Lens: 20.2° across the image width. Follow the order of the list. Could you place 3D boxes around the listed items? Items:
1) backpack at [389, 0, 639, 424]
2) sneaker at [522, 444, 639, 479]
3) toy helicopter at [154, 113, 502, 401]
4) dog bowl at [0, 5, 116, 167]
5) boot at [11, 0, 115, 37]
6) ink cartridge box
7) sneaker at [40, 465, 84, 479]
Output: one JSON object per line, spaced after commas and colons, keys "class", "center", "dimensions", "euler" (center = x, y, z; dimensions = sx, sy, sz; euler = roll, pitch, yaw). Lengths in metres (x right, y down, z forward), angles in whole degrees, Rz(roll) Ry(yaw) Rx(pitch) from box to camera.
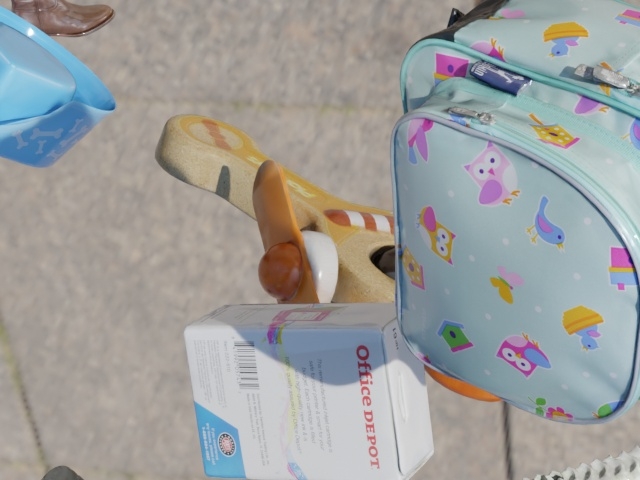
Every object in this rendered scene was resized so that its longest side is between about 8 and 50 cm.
{"class": "backpack", "center": [0.124, -0.009, 0.747], "dimensions": [0.188, 0.144, 0.166], "euler": [16, 129, 25]}
{"class": "sneaker", "center": [0.209, 0.222, 1.227], "dimensions": [0.293, 0.102, 0.146], "euler": [-5, 133, -26]}
{"class": "toy helicopter", "center": [0.000, 0.000, 1.352], "dimensions": [0.355, 0.235, 0.140], "euler": [32, 117, 29]}
{"class": "dog bowl", "center": [-0.289, -0.139, 1.390], "dimensions": [0.074, 0.166, 0.297], "euler": [-54, 146, 13]}
{"class": "boot", "center": [-0.255, -0.251, 1.734], "dimensions": [0.106, 0.037, 0.114], "euler": [-20, 125, -20]}
{"class": "ink cartridge box", "center": [-0.005, 0.082, 0.981], "dimensions": [0.122, 0.052, 0.089], "euler": [-1, 104, 28]}
{"class": "sneaker", "center": [-0.248, 0.274, 1.482], "dimensions": [0.072, 0.178, 0.077], "euler": [41, 137, -8]}
